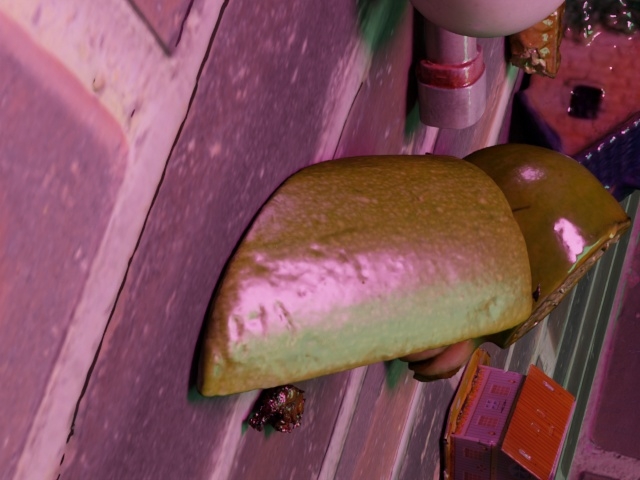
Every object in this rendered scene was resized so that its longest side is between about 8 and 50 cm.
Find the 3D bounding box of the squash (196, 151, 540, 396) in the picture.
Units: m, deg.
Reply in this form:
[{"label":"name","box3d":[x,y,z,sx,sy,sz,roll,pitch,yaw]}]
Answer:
[{"label":"squash","box3d":[0.000,0.000,0.934,0.289,0.203,0.111,-8,115,-33]}]

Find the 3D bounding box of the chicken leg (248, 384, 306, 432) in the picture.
[{"label":"chicken leg","box3d":[-0.029,0.118,0.940,0.036,0.021,0.083,-67,161,-1]}]

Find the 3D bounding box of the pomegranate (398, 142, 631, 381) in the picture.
[{"label":"pomegranate","box3d":[0.162,0.012,1.253,0.241,0.159,0.190,-55,164,28]}]

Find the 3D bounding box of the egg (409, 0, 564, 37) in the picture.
[{"label":"egg","box3d":[0.127,-0.246,0.951,0.151,0.151,0.209,54,48,-66]}]

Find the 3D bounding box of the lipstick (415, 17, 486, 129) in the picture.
[{"label":"lipstick","box3d":[0.105,-0.189,1.087,0.063,0.057,0.186,-53,145,-51]}]

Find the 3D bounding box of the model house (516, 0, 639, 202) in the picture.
[{"label":"model house","box3d":[0.397,-0.139,1.580,0.245,0.312,0.280,64,40,-67]}]

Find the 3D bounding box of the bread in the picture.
[{"label":"bread","box3d":[0.233,-0.227,1.428,0.066,0.060,0.110,-28,137,-25]}]

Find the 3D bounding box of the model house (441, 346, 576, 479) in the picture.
[{"label":"model house","box3d":[0.243,0.240,1.647,0.219,0.136,0.207,-57,151,-47]}]
